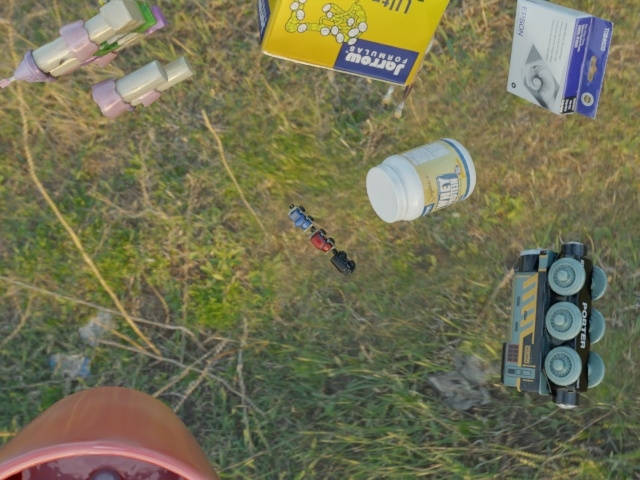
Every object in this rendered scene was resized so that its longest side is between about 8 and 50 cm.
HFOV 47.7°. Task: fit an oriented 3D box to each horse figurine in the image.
[{"bbox_3d":[0.151,-0.325,1.219,0.066,0.263,0.174,19,79,6],"label":"horse figurine"}]

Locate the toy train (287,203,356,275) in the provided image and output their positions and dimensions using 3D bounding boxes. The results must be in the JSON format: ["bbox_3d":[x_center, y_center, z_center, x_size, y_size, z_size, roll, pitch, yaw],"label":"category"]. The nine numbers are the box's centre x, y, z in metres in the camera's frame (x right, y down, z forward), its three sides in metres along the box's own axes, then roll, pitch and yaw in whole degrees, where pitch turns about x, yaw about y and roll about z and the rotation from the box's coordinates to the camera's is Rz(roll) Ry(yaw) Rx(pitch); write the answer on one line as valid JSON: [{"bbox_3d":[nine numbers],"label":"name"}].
[{"bbox_3d":[0.000,0.000,1.236,0.158,0.036,0.027,47,122,-4],"label":"toy train"}]

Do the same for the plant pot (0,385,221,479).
[{"bbox_3d":[-0.210,0.272,0.690,0.275,0.243,0.275,-2,98,-13],"label":"plant pot"}]

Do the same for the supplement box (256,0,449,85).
[{"bbox_3d":[0.064,-0.387,0.805,0.194,0.195,0.356,-99,24,-44],"label":"supplement box"}]

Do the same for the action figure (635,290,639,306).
[{"bbox_3d":[0.401,0.166,0.685,0.141,0.164,0.275,-18,39,-3],"label":"action figure"}]

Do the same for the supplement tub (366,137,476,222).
[{"bbox_3d":[0.214,-0.127,1.548,0.200,0.144,0.144,-21,66,-23],"label":"supplement tub"}]

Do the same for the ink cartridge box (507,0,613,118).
[{"bbox_3d":[0.510,-0.392,1.569,0.045,0.223,0.224,-24,41,-27],"label":"ink cartridge box"}]

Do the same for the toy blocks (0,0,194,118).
[{"bbox_3d":[-0.431,-0.366,1.315,0.260,0.288,0.309,-25,103,9],"label":"toy blocks"}]

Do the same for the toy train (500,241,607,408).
[{"bbox_3d":[0.470,0.169,1.481,0.190,0.142,0.333,-4,78,47],"label":"toy train"}]
